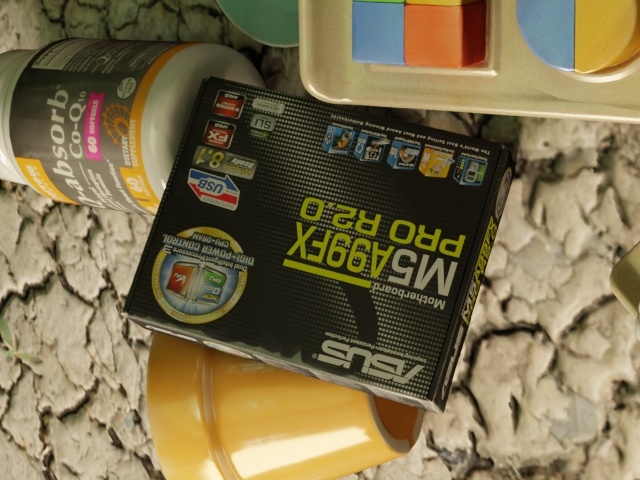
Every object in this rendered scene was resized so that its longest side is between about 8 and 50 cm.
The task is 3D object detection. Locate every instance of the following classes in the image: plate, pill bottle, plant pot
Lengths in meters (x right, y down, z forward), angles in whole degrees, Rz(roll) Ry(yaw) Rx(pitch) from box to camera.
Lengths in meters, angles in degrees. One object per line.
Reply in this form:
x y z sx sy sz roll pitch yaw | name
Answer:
-0.031 -0.264 1.327 0.188 0.024 0.188 10 107 37 | plate
-0.192 -0.108 1.409 0.278 0.162 0.162 7 106 38 | pill bottle
-0.019 0.133 1.319 0.188 0.205 0.205 -9 95 25 | plant pot

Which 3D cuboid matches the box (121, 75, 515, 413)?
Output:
0.000 0.000 1.229 0.270 0.060 0.216 15 78 17 | box

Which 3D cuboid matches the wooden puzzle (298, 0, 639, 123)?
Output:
0.137 -0.248 1.102 0.347 0.080 0.322 5 104 24 | wooden puzzle

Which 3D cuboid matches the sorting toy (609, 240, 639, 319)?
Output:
0.376 0.067 1.068 0.307 0.041 0.229 52 123 17 | sorting toy

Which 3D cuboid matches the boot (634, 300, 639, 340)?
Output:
0.333 0.057 1.025 0.258 0.095 0.123 24 118 40 | boot
